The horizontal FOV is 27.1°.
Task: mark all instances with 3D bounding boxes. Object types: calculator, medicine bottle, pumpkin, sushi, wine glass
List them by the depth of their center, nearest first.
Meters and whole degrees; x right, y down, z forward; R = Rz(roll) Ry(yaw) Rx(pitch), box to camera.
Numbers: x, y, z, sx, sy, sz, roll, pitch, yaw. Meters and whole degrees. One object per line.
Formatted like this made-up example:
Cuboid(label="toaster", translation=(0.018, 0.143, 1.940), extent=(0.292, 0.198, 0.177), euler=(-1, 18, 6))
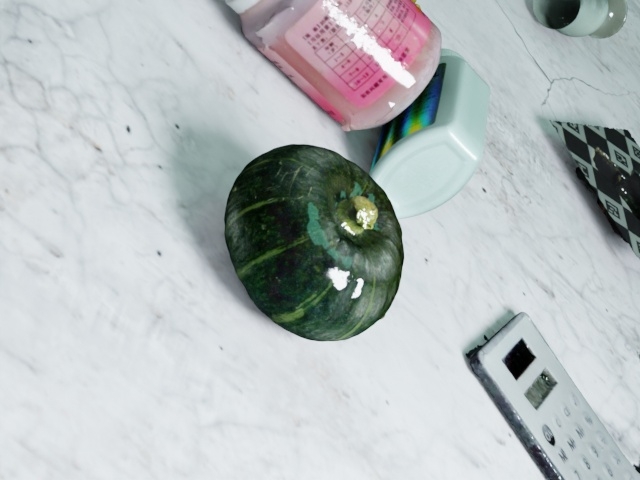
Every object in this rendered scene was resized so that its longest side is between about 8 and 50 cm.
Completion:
Cuboid(label="pumpkin", translation=(-0.002, 0.001, 1.089), extent=(0.167, 0.125, 0.167), euler=(57, 19, -32))
Cuboid(label="medicine bottle", translation=(-0.004, -0.230, 1.308), extent=(0.247, 0.147, 0.147), euler=(42, 32, -21))
Cuboid(label="calculator", translation=(0.248, 0.196, 1.341), extent=(0.262, 0.021, 0.161), euler=(55, 30, 2))
Cuboid(label="medicine bottle", translation=(0.117, -0.125, 1.388), extent=(0.083, 0.121, 0.229), euler=(42, 31, -18))
Cuboid(label="sushi", translation=(0.407, -0.052, 1.799), extent=(0.219, 0.047, 0.231), euler=(0, 55, -49))
Cuboid(label="wine glass", translation=(0.402, -0.361, 2.066), extent=(0.202, 0.093, 0.093), euler=(-7, 65, -57))

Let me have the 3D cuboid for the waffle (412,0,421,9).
Cuboid(label="waffle", translation=(0.027, -0.308, 1.501), extent=(0.291, 0.051, 0.291), euler=(34, 41, -35))
